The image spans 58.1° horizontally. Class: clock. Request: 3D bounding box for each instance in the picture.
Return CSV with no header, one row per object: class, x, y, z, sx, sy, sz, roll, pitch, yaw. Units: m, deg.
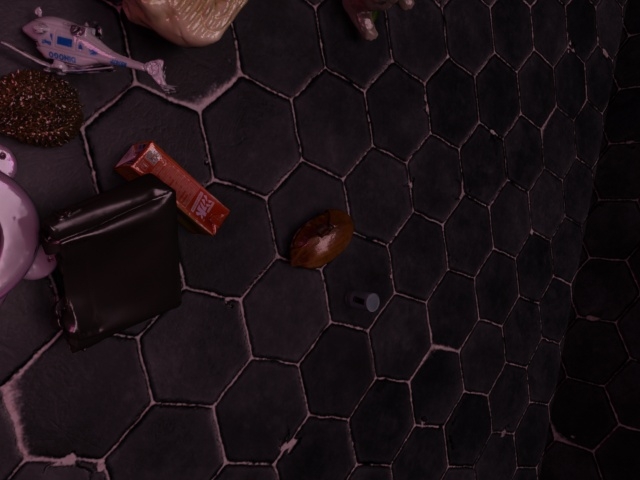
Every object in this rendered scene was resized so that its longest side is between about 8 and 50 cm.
clock,-0.612,0.003,0.910,0.322,0.113,0.295,-31,112,-36

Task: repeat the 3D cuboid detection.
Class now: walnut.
walnut,0.000,0.000,1.433,0.207,0.116,0.115,-41,118,-22

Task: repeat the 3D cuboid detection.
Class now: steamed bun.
steamed bun,-0.279,-0.523,1.099,0.289,0.203,0.276,38,78,-21

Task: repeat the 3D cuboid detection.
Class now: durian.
durian,-0.495,-0.226,1.003,0.188,0.091,0.148,-35,114,-31

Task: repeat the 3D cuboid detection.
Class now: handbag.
handbag,-0.372,0.040,1.047,0.257,0.113,0.285,-31,136,-47

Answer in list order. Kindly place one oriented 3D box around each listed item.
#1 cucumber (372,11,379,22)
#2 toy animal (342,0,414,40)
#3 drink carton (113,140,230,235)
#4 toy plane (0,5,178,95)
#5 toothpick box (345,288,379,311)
cucumber,0.139,-0.704,1.524,0.056,0.056,0.250,-9,100,-39
toy animal,0.163,-0.705,1.413,0.308,0.188,0.266,-34,84,6
drink carton,-0.298,-0.102,1.174,0.223,0.096,0.071,45,65,-33
toy plane,-0.393,-0.328,1.004,0.182,0.273,0.107,-23,129,-63
toothpick box,0.112,0.161,1.547,0.052,0.083,0.052,-3,95,-40
